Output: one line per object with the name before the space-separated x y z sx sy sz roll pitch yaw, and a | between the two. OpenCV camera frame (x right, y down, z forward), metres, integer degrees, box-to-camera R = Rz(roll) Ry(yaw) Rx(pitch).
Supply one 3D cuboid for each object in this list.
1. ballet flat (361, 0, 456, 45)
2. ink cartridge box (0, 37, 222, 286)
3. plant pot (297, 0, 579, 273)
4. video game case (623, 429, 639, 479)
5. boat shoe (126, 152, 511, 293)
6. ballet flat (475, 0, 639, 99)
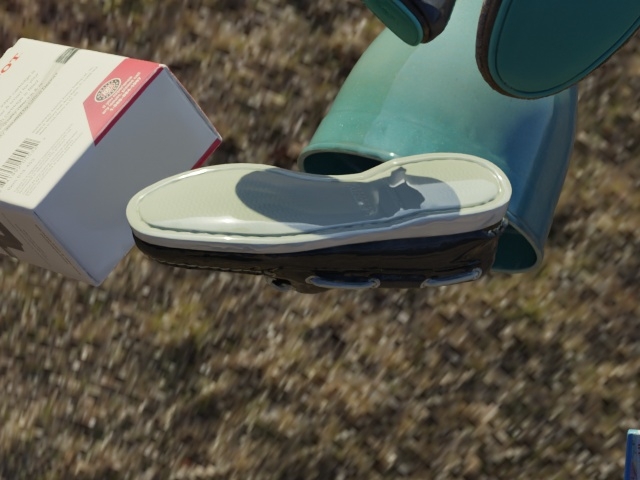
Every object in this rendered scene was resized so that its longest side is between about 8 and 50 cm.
ballet flat | 0.026 -0.234 1.550 0.203 0.074 0.074 41 66 7
ink cartridge box | -0.227 -0.072 1.712 0.172 0.237 0.100 -51 126 -19
plant pot | 0.149 -0.139 2.074 0.272 0.271 0.255 24 76 -2
video game case | 0.341 0.227 1.694 0.166 0.015 0.119 4 97 11
boat shoe | 0.000 0.000 1.551 0.302 0.091 0.114 -1 38 -8
ballet flat | 0.190 -0.229 1.215 0.107 0.316 0.106 23 27 -19
